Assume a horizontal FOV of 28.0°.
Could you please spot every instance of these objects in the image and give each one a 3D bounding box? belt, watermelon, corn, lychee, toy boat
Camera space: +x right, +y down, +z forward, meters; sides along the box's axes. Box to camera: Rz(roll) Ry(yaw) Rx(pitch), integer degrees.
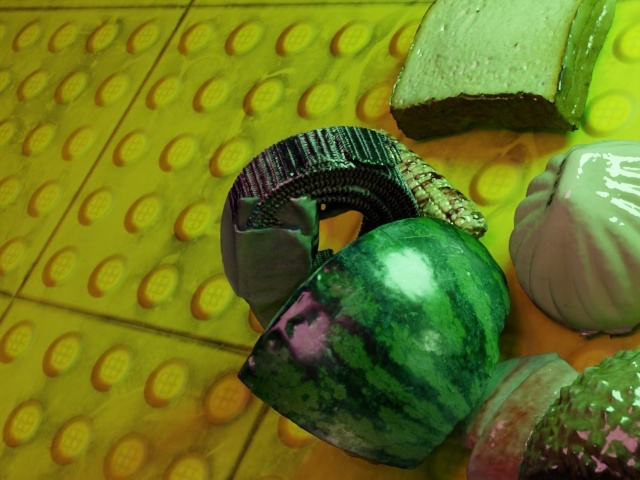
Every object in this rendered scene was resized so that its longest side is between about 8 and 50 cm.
[{"bbox_3d":[0.000,0.000,1.710,0.260,0.325,0.122,-9,43,-14],"label":"belt"},{"bbox_3d":[0.117,0.133,1.567,0.222,0.319,0.292,43,98,33],"label":"watermelon"},{"bbox_3d":[0.133,-0.069,1.822,0.098,0.098,0.290,-46,46,-3],"label":"corn"},{"bbox_3d":[0.325,0.232,1.312,0.255,0.255,0.274,-16,42,27],"label":"lychee"},{"bbox_3d":[0.193,0.215,1.572,0.282,0.096,0.206,0,50,52],"label":"toy boat"}]

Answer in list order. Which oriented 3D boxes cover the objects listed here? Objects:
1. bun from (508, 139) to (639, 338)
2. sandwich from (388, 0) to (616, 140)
[{"bbox_3d":[0.337,-0.034,1.579,0.263,0.175,0.263,-21,45,22],"label":"bun"},{"bbox_3d":[0.268,-0.277,1.882,0.301,0.099,0.271,0,53,41],"label":"sandwich"}]
